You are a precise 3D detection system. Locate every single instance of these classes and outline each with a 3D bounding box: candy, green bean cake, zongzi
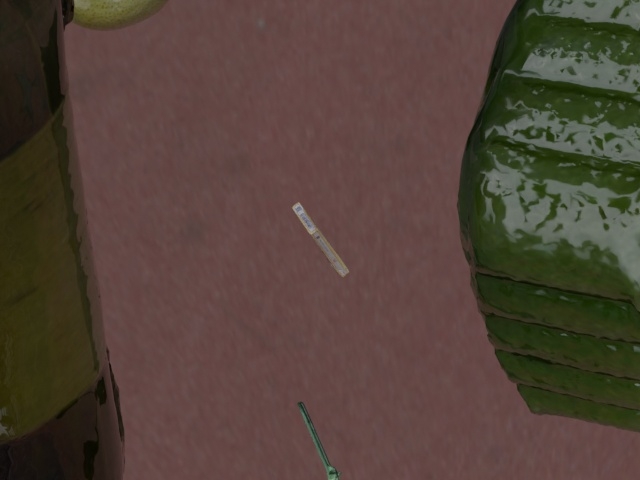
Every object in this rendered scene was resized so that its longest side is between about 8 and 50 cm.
[{"bbox_3d":[0.008,0.109,0.885,0.025,0.023,0.083,-34,56,17],"label":"candy"},{"bbox_3d":[0.186,-0.037,1.128,0.156,0.247,0.250,12,62,26],"label":"green bean cake"},{"bbox_3d":[-0.251,0.014,0.828,0.317,0.289,0.154,2,24,15],"label":"zongzi"}]

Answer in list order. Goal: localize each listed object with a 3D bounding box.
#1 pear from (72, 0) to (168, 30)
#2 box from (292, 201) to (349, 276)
[{"bbox_3d":[-0.199,-0.284,1.818,0.167,0.136,0.167,-2,112,-5],"label":"pear"},{"bbox_3d":[0.000,0.000,1.946,0.012,0.083,0.046,-36,49,-1],"label":"box"}]
